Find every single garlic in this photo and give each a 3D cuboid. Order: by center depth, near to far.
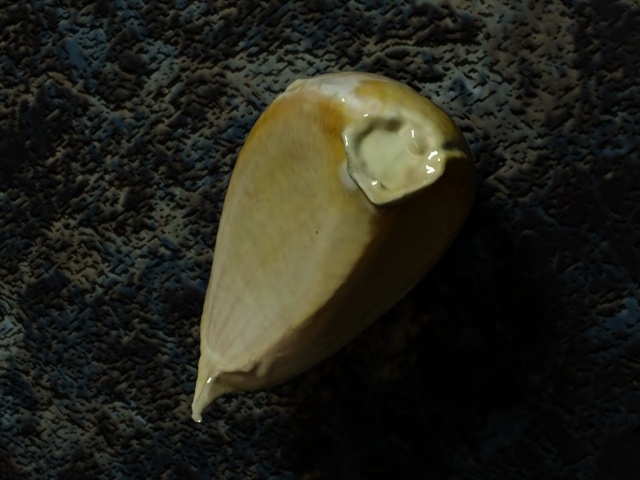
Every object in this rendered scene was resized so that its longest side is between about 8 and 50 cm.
[{"bbox_3d":[0.001,-0.003,1.197,0.145,0.164,0.245,33,122,-3],"label":"garlic"}]
